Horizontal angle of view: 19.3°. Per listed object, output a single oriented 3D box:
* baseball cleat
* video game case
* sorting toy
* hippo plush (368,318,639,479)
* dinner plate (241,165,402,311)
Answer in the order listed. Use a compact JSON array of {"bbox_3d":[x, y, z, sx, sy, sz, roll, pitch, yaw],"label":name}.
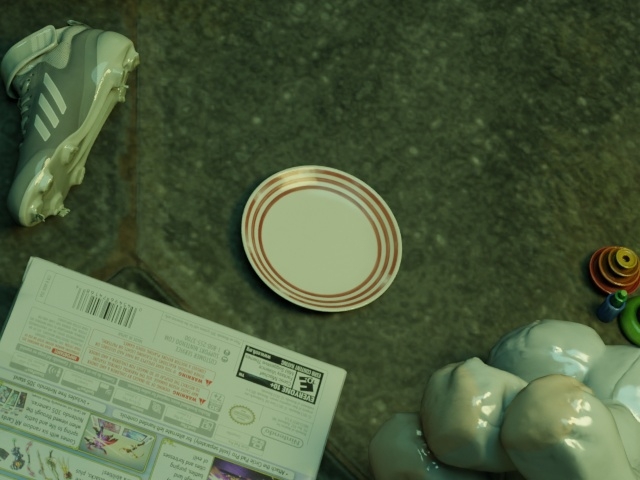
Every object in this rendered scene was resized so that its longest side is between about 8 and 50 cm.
[{"bbox_3d":[-0.232,-0.100,1.567,0.109,0.072,0.206,20,53,11],"label":"baseball cleat"},{"bbox_3d":[-0.140,0.168,1.442,0.269,0.061,0.244,20,57,-5],"label":"video game case"},{"bbox_3d":[0.273,0.046,1.641,0.061,0.042,0.102,-28,74,-27],"label":"sorting toy"},{"bbox_3d":[0.206,0.142,1.452,0.294,0.234,0.236,13,43,21],"label":"hippo plush"},{"bbox_3d":[0.000,0.000,1.600,0.141,0.017,0.141,7,61,-13],"label":"dinner plate"}]
